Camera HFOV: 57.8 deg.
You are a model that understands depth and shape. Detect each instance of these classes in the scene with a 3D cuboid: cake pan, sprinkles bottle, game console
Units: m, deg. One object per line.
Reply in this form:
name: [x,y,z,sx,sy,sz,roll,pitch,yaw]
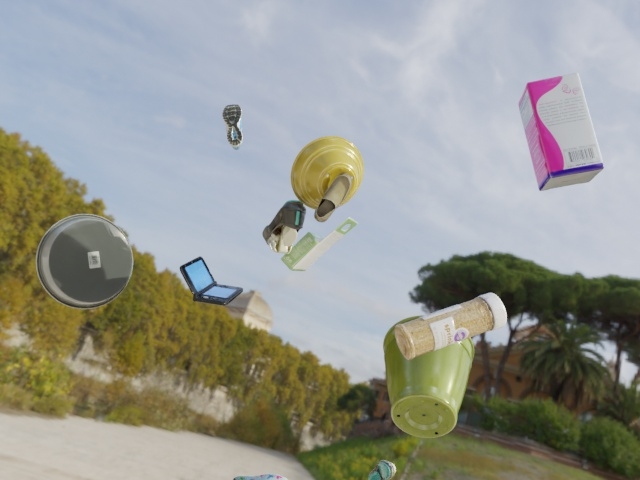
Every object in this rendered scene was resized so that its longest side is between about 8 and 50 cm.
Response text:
cake pan: [-0.703,0.062,1.767,0.293,0.293,0.054,33,-24,-35]
sprinkles bottle: [0.423,0.278,1.888,0.355,0.121,0.121,-17,-15,-12]
game console: [-0.228,0.084,1.226,0.107,0.071,0.122,7,11,9]

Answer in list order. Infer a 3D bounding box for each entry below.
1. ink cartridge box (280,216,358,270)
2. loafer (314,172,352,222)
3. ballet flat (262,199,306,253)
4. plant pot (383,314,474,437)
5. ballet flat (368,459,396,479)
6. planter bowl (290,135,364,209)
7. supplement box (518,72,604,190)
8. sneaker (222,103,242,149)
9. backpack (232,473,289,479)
ink cartridge box: [0.000,0.000,1.766,0.056,0.235,0.171,47,7,12]
loafer: [0.034,-0.109,1.517,0.056,0.148,0.050,31,7,-1]
ballet flat: [-0.110,-0.020,1.652,0.095,0.096,0.280,3,-21,-15]
plant pot: [0.402,0.539,2.219,0.366,0.353,0.367,7,-55,10]
ballet flat: [0.133,0.475,1.195,0.041,0.041,0.114,20,-39,-4]
planter bowl: [0.034,-0.168,1.580,0.217,0.217,0.090,30,10,-29]
supplement box: [0.517,-0.234,1.261,0.111,0.220,0.114,-10,-12,6]
sneaker: [-0.286,-0.370,1.897,0.063,0.162,0.073,-3,-18,-5]
backpack: [-0.186,0.903,1.950,0.253,0.191,0.225,-23,-70,25]
